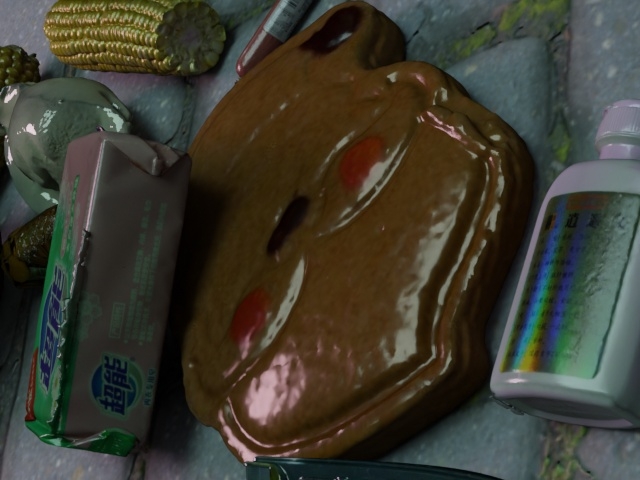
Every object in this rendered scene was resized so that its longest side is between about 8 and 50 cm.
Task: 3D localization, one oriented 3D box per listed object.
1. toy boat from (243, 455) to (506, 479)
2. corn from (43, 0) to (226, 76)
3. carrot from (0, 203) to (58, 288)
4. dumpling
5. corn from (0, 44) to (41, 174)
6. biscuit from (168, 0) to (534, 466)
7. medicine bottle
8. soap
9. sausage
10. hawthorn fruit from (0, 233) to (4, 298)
[{"bbox_3d":[0.061,0.205,1.065,0.296,0.122,0.114,-2,89,45],"label":"toy boat"},{"bbox_3d":[-0.195,-0.217,1.660,0.244,0.093,0.093,10,74,48],"label":"corn"},{"bbox_3d":[-0.228,-0.019,1.585,0.229,0.069,0.069,-30,46,30],"label":"carrot"},{"bbox_3d":[-0.261,-0.091,1.648,0.181,0.111,0.155,-135,48,-58],"label":"dumpling"},{"bbox_3d":[-0.394,-0.102,1.806,0.260,0.091,0.091,-67,20,-3],"label":"corn"},{"bbox_3d":[-0.001,0.000,1.323,0.349,0.078,0.455,-55,38,12],"label":"biscuit"},{"bbox_3d":[0.194,0.014,1.079,0.115,0.078,0.219,-1,65,50],"label":"medicine bottle"},{"bbox_3d":[-0.186,0.041,1.404,0.218,0.098,0.273,-178,97,-74],"label":"soap"},{"bbox_3d":[-0.016,-0.238,1.523,0.223,0.029,0.029,-55,38,5],"label":"sausage"},{"bbox_3d":[-0.469,0.040,1.623,0.277,0.277,0.298,-50,-2,12],"label":"hawthorn fruit"}]
